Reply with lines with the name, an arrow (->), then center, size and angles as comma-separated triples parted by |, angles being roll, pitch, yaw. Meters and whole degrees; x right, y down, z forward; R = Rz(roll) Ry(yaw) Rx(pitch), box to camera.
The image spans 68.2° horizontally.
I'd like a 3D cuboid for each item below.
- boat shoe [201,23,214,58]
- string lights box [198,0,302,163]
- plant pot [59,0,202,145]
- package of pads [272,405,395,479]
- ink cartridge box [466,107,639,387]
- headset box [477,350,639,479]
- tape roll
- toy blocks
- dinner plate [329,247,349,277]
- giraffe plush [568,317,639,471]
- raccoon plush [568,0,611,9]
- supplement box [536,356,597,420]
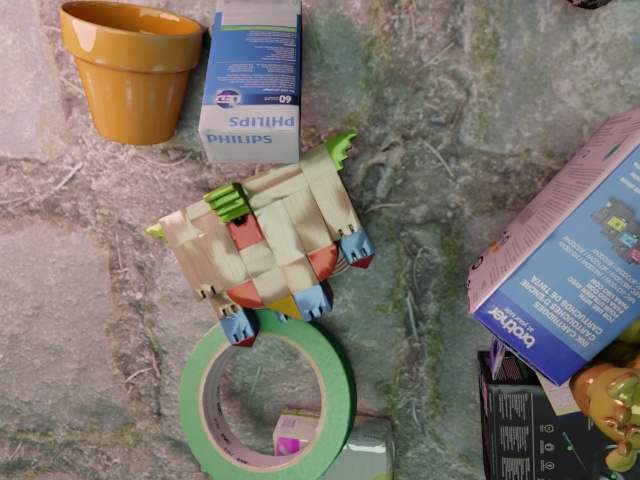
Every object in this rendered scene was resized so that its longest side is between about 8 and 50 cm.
boat shoe -> -0.157, -0.298, 0.808 | 0.042, 0.049, 0.133 | -20, 106, 41
string lights box -> -0.094, -0.241, 0.698 | 0.133, 0.077, 0.260 | 1, 63, -1
plant pot -> -0.305, -0.268, 0.778 | 0.205, 0.205, 0.188 | 18, 123, 7
package of pads -> 0.031, 0.488, 0.934 | 0.229, 0.101, 0.296 | 1, 105, 12
ink cartridge box -> 0.348, 0.017, 0.658 | 0.151, 0.270, 0.395 | 42, 108, 7
headset box -> 0.422, 0.319, 0.792 | 0.283, 0.131, 0.246 | -5, 102, 13
tape roll -> -0.096, 0.286, 0.862 | 0.321, 0.077, 0.321 | -3, 80, 14
toy blocks -> -0.067, 0.022, 0.776 | 0.381, 0.191, 0.261 | -24, 95, 6
dinner plate -> 0.000, 0.000, 0.862 | 0.141, 0.017, 0.141 | 3, 104, 11
giraffe plush -> 0.381, 0.178, 0.558 | 0.170, 0.210, 0.181 | -24, 85, -16
raccoon plush -> 0.389, -0.511, 0.607 | 0.446, 0.216, 0.299 | -32, 81, -11
supplement box -> 0.360, 0.197, 0.670 | 0.056, 0.083, 0.083 | -38, 66, 43
